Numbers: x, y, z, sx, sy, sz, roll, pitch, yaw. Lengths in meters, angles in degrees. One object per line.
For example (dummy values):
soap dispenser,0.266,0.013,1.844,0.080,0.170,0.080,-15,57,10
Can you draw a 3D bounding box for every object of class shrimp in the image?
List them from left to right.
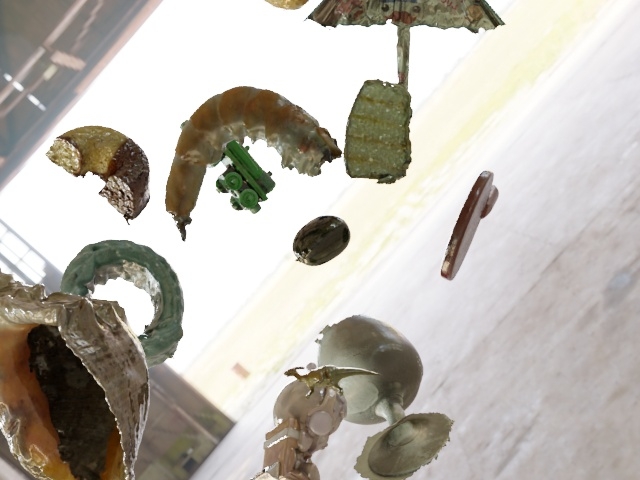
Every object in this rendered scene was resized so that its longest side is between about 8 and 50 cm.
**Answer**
shrimp,-0.128,-0.139,1.340,0.287,0.185,0.068,-26,-7,4

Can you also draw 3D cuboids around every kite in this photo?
kite,0.163,-0.462,1.735,0.014,0.406,0.368,-54,-33,-66

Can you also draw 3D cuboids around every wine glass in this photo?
wine glass,0.120,0.317,1.851,0.238,0.238,0.323,-48,39,14

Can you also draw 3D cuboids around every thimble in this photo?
thimble,-0.325,0.112,1.470,0.198,0.235,0.143,-45,-2,-26

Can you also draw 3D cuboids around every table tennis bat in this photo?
table tennis bat,0.273,-0.039,1.558,0.310,0.038,0.200,-44,-27,-62

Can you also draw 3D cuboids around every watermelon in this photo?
watermelon,0.000,0.000,1.452,0.111,0.078,0.078,-33,-6,-25

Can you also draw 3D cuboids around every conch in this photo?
conch,-0.321,0.169,1.136,0.297,0.352,0.210,-30,13,47

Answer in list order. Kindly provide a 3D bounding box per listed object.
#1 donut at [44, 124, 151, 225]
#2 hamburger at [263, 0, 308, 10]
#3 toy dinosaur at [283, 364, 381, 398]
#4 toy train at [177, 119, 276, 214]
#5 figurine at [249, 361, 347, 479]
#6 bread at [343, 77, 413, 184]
donut,-0.402,-0.149,1.667,0.141,0.217,0.085,-53,-4,-45
hamburger,-0.077,-0.559,1.841,0.115,0.162,0.162,-59,4,-19
toy dinosaur,0.015,0.157,0.994,0.041,0.113,0.026,-97,11,-58
toy train,-0.194,-0.171,1.872,0.119,0.251,0.085,-48,21,-21
figurine,-0.017,0.314,1.431,0.162,0.141,0.236,-50,18,49
bread,0.075,-0.142,1.270,0.110,0.103,0.156,134,150,-72
